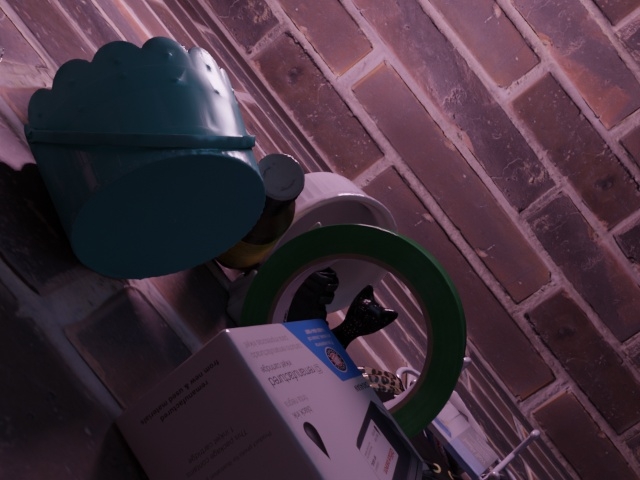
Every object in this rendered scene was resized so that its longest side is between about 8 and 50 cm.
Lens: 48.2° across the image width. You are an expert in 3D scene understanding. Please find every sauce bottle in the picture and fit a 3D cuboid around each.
[{"bbox_3d":[-0.101,-0.039,1.110,0.111,0.111,0.344,52,-22,1],"label":"sauce bottle"}]

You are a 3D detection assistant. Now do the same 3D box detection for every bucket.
[{"bbox_3d":[-0.209,-0.093,0.894,0.281,0.281,0.183,33,27,-58],"label":"bucket"}]

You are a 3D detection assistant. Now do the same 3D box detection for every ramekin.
[{"bbox_3d":[0.000,0.000,1.408,0.277,0.277,0.135,42,8,-41],"label":"ramekin"}]

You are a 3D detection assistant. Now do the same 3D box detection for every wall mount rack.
[{"bbox_3d":[0.275,0.354,1.370,0.350,0.130,0.304,47,26,21],"label":"wall mount rack"}]

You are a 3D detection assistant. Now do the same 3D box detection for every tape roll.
[{"bbox_3d":[0.046,0.136,1.028,0.321,0.321,0.077,54,11,9],"label":"tape roll"}]

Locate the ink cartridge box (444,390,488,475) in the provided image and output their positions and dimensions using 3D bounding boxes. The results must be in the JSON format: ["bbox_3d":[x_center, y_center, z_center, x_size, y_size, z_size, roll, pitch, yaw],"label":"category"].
[{"bbox_3d":[0.300,0.429,1.593,0.139,0.082,0.190,58,-5,28],"label":"ink cartridge box"}]

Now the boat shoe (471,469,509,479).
[{"bbox_3d":[0.424,0.585,1.753,0.206,0.075,0.065,31,27,-49],"label":"boat shoe"}]

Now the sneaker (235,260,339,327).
[{"bbox_3d":[-0.003,0.139,1.263,0.295,0.147,0.104,51,10,-10],"label":"sneaker"}]

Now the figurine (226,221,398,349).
[{"bbox_3d":[-0.016,0.104,1.157,0.215,0.209,0.092,51,12,-3],"label":"figurine"}]

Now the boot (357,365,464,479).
[{"bbox_3d":[0.166,0.381,1.208,0.377,0.138,0.284,30,23,-36],"label":"boot"}]

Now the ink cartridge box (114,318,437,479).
[{"bbox_3d":[0.010,0.291,0.771,0.395,0.166,0.285,54,14,15],"label":"ink cartridge box"}]

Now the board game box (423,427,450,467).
[{"bbox_3d":[0.223,0.443,1.411,0.136,0.035,0.201,56,13,-32],"label":"board game box"}]

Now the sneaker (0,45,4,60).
[{"bbox_3d":[-0.425,-0.192,0.799,0.095,0.090,0.235,34,18,-30],"label":"sneaker"}]
